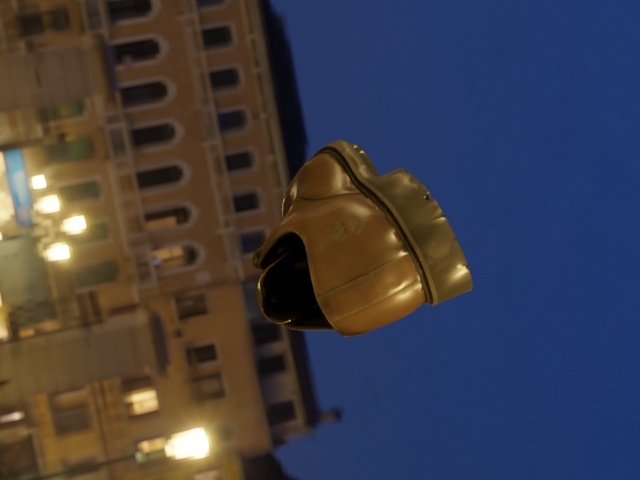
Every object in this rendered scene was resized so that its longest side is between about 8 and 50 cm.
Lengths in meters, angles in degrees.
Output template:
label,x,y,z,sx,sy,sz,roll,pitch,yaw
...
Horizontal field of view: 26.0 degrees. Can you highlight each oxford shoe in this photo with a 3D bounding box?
label,x,y,z,sx,sy,sz,roll,pitch,yaw
oxford shoe,0.000,0.000,0.761,0.083,0.096,0.227,63,-6,-11
